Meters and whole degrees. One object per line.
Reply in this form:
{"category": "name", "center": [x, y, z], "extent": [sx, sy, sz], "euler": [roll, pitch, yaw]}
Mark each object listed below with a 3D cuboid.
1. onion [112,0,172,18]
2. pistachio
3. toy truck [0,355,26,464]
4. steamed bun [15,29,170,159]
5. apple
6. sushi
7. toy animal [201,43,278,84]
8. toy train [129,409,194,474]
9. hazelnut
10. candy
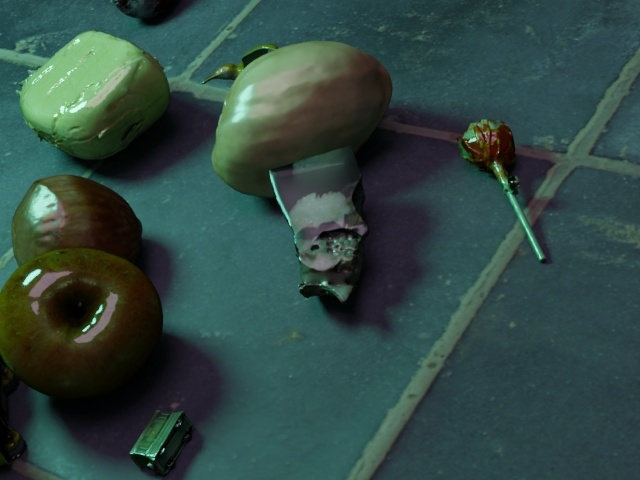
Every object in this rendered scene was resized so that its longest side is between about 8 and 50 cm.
{"category": "onion", "center": [-0.334, -0.524, 2.554], "extent": [0.151, 0.098, 0.206], "euler": [-16, 40, 44]}
{"category": "pistachio", "center": [-0.039, -0.196, 2.017], "extent": [0.308, 0.230, 0.230], "euler": [-25, 41, -11]}
{"category": "toy truck", "center": [-0.526, 0.214, 1.811], "extent": [0.157, 0.124, 0.272], "euler": [-20, 41, -1]}
{"category": "steamed bun", "center": [-0.397, -0.245, 2.237], "extent": [0.273, 0.166, 0.232], "euler": [23, 68, 45]}
{"category": "apple", "center": [-0.346, 0.117, 1.794], "extent": [0.236, 0.207, 0.237], "euler": [2, 73, -7]}
{"category": "sushi", "center": [0.019, 0.004, 1.861], "extent": [0.134, 0.109, 0.273], "euler": [-15, 55, 0]}
{"category": "toy animal", "center": [-0.122, -0.278, 2.203], "extent": [0.155, 0.095, 0.219], "euler": [-29, 3, -10]}
{"category": "toy train", "center": [-0.213, 0.270, 1.697], "extent": [0.056, 0.038, 0.093], "euler": [3, 46, 33]}
{"category": "hazelnut", "center": [-0.379, -0.004, 1.964], "extent": [0.214, 0.176, 0.214], "euler": [9, 57, -15]}
{"category": "candy", "center": [0.276, -0.074, 1.867], "extent": [0.084, 0.078, 0.288], "euler": [-16, 49, 0]}
